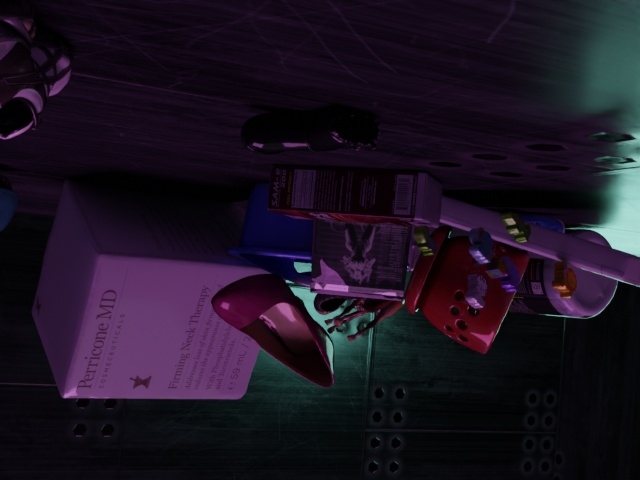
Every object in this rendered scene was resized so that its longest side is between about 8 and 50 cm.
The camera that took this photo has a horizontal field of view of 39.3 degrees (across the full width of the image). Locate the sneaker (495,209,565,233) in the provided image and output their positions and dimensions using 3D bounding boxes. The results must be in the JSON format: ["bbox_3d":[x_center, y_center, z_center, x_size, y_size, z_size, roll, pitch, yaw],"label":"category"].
[{"bbox_3d":[0.379,-0.025,1.685,0.152,0.058,0.085,11,-173,21],"label":"sneaker"}]

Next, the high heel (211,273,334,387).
[{"bbox_3d":[-0.068,0.173,1.651,0.127,0.181,0.377,-34,158,15],"label":"high heel"}]

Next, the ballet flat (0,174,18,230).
[{"bbox_3d":[-0.670,-0.090,1.547,0.182,0.164,0.483,26,177,-4],"label":"ballet flat"}]

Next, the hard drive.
[{"bbox_3d":[0.366,0.000,1.487,0.353,0.047,0.233,21,-175,33],"label":"hard drive"}]

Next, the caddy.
[{"bbox_3d":[0.000,0.000,1.675,0.342,0.179,0.241,6,176,-8],"label":"caddy"}]

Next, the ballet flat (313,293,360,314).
[{"bbox_3d":[0.028,0.110,1.653,0.058,0.049,0.173,-5,161,-21],"label":"ballet flat"}]

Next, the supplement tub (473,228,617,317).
[{"bbox_3d":[0.488,0.070,2.018,0.194,0.193,0.316,7,176,-34],"label":"supplement tub"}]

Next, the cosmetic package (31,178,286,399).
[{"bbox_3d":[-0.343,0.106,1.849,0.394,0.329,0.327,6,-155,-32],"label":"cosmetic package"}]

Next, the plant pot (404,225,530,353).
[{"bbox_3d":[0.249,0.080,1.561,0.174,0.191,0.191,22,180,12],"label":"plant pot"}]

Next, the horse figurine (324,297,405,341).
[{"bbox_3d":[0.095,0.118,1.705,0.174,0.066,0.263,-35,-176,-10],"label":"horse figurine"}]

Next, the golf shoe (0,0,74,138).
[{"bbox_3d":[-0.241,-0.122,0.686,0.077,0.093,0.198,4,178,-2],"label":"golf shoe"}]

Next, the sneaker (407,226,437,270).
[{"bbox_3d":[0.143,-0.014,1.919,0.321,0.124,0.180,15,-175,24],"label":"sneaker"}]

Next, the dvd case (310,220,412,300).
[{"bbox_3d":[0.069,0.002,1.513,0.165,0.221,0.018,5,-149,2],"label":"dvd case"}]

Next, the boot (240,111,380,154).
[{"bbox_3d":[-0.008,-0.111,0.919,0.121,0.045,0.099,-1,-177,-34],"label":"boot"}]

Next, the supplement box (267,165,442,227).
[{"bbox_3d":[0.054,-0.066,1.362,0.240,0.073,0.130,5,177,19],"label":"supplement box"}]

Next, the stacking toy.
[{"bbox_3d":[0.262,0.026,1.341,0.167,0.052,0.221,-11,140,37],"label":"stacking toy"}]
